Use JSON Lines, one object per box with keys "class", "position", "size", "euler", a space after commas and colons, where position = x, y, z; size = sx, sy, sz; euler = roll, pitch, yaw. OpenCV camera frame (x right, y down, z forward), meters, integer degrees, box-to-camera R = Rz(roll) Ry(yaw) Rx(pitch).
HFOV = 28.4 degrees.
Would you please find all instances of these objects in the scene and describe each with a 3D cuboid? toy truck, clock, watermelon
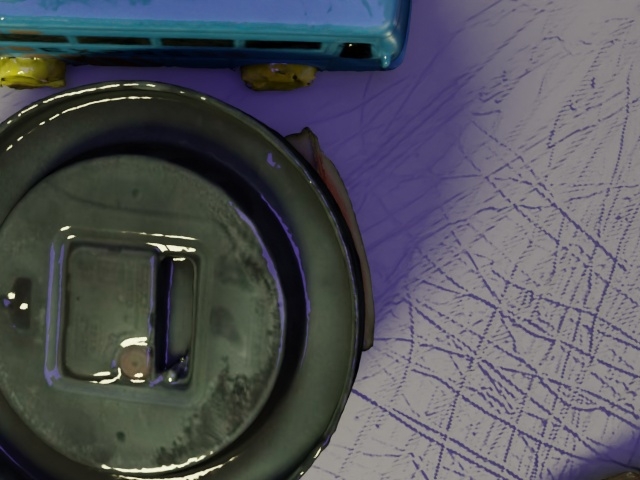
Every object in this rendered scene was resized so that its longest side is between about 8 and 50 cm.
{"class": "toy truck", "position": [-0.120, -0.190, 0.877], "size": [0.384, 0.162, 0.161], "euler": [1, 88, -6]}
{"class": "clock", "position": [-0.124, 0.049, 0.878], "size": [0.318, 0.066, 0.319], "euler": [1, 96, 11]}
{"class": "watermelon", "position": [0.006, -0.002, 0.935], "size": [0.069, 0.087, 0.163], "euler": [-16, 94, -40]}

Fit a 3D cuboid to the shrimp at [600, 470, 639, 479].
{"class": "shrimp", "position": [0.189, 0.262, 0.952], "size": [0.267, 0.061, 0.145], "euler": [-18, 100, -7]}
